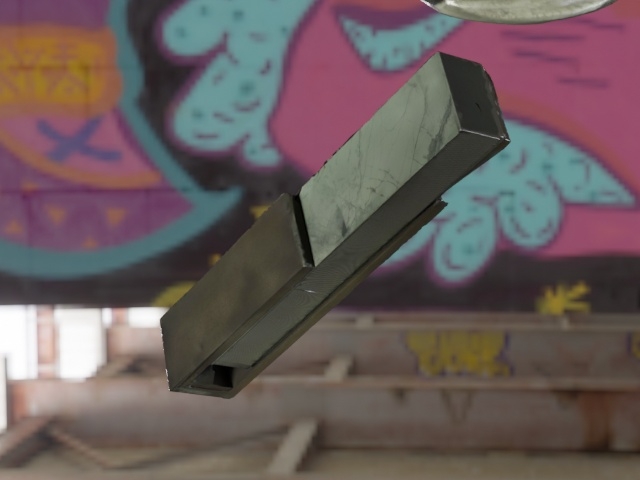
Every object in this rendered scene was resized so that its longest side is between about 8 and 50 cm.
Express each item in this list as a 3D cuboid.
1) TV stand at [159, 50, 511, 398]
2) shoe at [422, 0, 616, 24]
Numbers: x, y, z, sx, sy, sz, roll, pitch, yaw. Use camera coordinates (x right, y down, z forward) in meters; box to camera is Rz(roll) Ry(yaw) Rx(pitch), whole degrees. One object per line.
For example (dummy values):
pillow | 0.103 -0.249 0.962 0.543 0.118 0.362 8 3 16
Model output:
TV stand | 0.000 0.000 0.876 0.040 0.049 0.256 11 141 -34
shoe | 0.141 -0.181 0.812 0.227 0.112 0.099 -18 -141 -7
